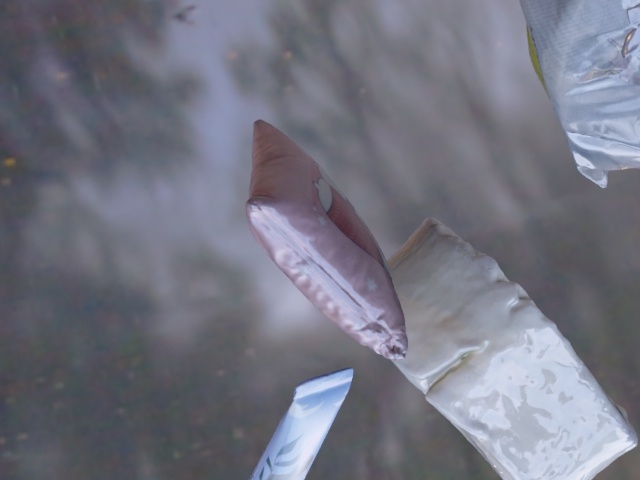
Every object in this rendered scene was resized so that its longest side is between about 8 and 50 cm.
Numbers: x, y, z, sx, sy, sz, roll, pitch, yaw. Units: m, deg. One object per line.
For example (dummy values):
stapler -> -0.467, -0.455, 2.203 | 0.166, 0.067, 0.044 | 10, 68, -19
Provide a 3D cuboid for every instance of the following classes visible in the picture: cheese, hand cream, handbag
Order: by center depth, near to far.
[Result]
handbag -> 0.253, -0.164, 1.233 | 0.117, 0.270, 0.182 | -36, -158, -33
hand cream -> -0.042, 0.232, 1.536 | 0.088, 0.055, 0.256 | -10, 134, -45
cheese -> 0.183, 0.138, 1.622 | 0.153, 0.332, 0.292 | -43, 122, -1

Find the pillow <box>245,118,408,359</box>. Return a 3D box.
pillow -> 0.000, 0.000, 1.457 | 0.084, 0.223, 0.236 | -36, -162, 9

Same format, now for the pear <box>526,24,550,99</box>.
pear -> 0.355, -0.263, 1.828 | 0.212, 0.212, 0.269 | -7, 126, -20
